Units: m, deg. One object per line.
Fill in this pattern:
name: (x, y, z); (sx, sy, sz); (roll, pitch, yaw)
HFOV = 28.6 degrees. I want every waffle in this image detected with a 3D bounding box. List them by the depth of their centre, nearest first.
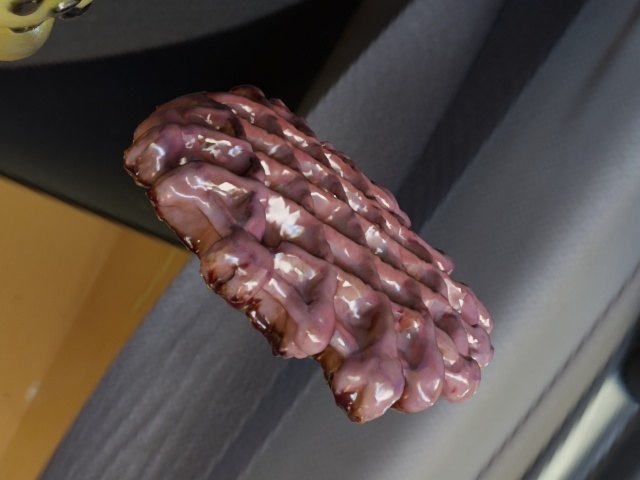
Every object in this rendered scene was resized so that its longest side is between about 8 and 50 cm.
waffle: (0.000, 0.000, 0.647); (0.221, 0.055, 0.234); (47, -159, 11)

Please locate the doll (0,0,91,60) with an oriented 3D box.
doll: (-0.155, -0.134, 0.607); (0.086, 0.117, 0.291); (56, 164, -13)
